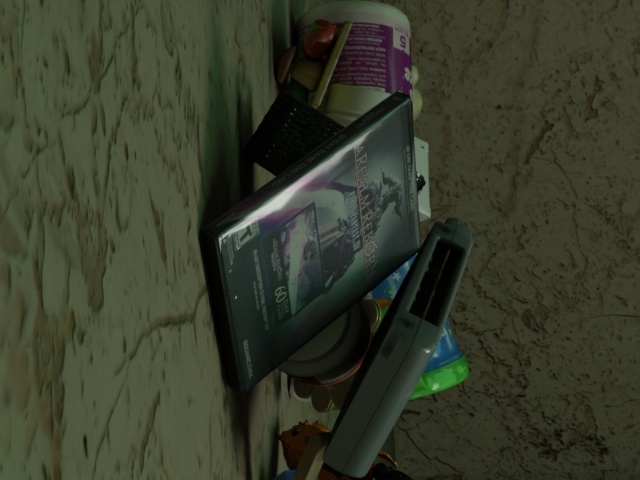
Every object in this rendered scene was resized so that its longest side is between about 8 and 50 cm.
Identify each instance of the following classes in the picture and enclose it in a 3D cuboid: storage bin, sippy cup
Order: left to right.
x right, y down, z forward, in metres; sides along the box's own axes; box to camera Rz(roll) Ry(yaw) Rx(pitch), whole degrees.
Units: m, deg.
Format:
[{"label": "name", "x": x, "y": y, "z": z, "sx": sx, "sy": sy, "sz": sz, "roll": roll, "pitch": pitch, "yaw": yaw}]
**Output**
[{"label": "storage bin", "x": 0.016, "y": -0.078, "z": 1.653, "sx": 0.084, "sy": 0.180, "sz": 0.122, "roll": -57, "pitch": 174, "yaw": 1}, {"label": "sippy cup", "x": 0.094, "y": 0.124, "z": 2.350, "sx": 0.240, "sy": 0.305, "sz": 0.224, "roll": -15, "pitch": 93, "yaw": -40}]

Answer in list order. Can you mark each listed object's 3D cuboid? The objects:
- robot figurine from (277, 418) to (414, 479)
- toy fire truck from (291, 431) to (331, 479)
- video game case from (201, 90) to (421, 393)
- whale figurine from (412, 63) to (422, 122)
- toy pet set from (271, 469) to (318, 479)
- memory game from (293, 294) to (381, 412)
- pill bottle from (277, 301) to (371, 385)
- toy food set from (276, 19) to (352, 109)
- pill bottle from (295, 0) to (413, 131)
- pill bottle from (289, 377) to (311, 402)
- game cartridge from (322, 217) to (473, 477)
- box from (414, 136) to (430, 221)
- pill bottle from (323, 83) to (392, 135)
[{"label": "robot figurine", "x": 0.069, "y": 0.324, "z": 1.758, "sx": 0.085, "sy": 0.291, "sz": 0.211, "roll": -27, "pitch": 126, "yaw": -36}, {"label": "toy fire truck", "x": -0.020, "y": 0.331, "z": 1.533, "sx": 0.217, "sy": 0.158, "sz": 0.246, "roll": 86, "pitch": -17, "yaw": -80}, {"label": "video game case", "x": 0.000, "y": 0.000, "z": 1.484, "sx": 0.274, "sy": 0.026, "sz": 0.196, "roll": -37, "pitch": 137, "yaw": -32}, {"label": "whale figurine", "x": 0.058, "y": -0.211, "z": 2.396, "sx": 0.141, "sy": 0.216, "sz": 0.272, "roll": 44, "pitch": 7, "yaw": 11}, {"label": "toy pet set", "x": -0.010, "y": 0.311, "z": 1.676, "sx": 0.065, "sy": 0.122, "sz": 0.114, "roll": 64, "pitch": 9, "yaw": -64}, {"label": "memory game", "x": 0.013, "y": 0.117, "z": 1.843, "sx": 0.012, "sy": 0.186, "sz": 0.186, "roll": 5, "pitch": 82, "yaw": -39}, {"label": "pill bottle", "x": -0.011, "y": 0.093, "z": 1.681, "sx": 0.221, "sy": 0.121, "sz": 0.121, "roll": 57, "pitch": 31, "yaw": -78}, {"label": "toy food set", "x": -0.015, "y": -0.235, "z": 1.973, "sx": 0.218, "sy": 0.071, "sz": 0.128, "roll": -125, "pitch": -123, "yaw": -88}, {"label": "pill bottle", "x": 0.049, "y": -0.173, "z": 2.160, "sx": 0.169, "sy": 0.169, "sz": 0.302, "roll": 64, "pitch": 24, "yaw": -76}, {"label": "pill bottle", "x": -0.017, "y": 0.166, "z": 1.985, "sx": 0.043, "sy": 0.043, "sz": 0.083, "roll": 81, "pitch": 9, "yaw": -49}, {"label": "game cartridge", "x": 0.082, "y": 0.115, "z": 1.608, "sx": 0.297, "sy": 0.062, "sz": 0.198, "roll": -61, "pitch": 173, "yaw": -61}, {"label": "box", "x": 0.075, "y": -0.078, "z": 2.303, "sx": 0.091, "sy": 0.170, "sz": 0.130, "roll": 22, "pitch": 57, "yaw": -37}, {"label": "pill bottle", "x": 0.039, "y": -0.082, "z": 1.998, "sx": 0.131, "sy": 0.131, "sz": 0.229, "roll": 20, "pitch": 80, "yaw": -84}]
